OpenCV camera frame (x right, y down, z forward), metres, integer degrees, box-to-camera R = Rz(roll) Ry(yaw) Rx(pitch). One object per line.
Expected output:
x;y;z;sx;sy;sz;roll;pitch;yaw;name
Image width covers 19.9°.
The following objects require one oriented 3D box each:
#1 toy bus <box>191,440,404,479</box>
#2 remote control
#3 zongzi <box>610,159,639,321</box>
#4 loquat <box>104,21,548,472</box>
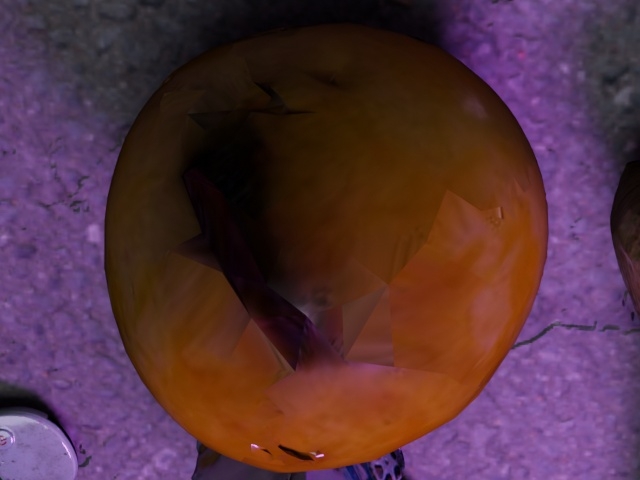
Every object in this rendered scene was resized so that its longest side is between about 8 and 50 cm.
0.040;0.234;1.144;0.112;0.138;0.317;-29;118;21;toy bus
-0.277;0.164;1.189;0.256;0.045;0.097;-14;122;12;remote control
0.209;0.100;1.040;0.274;0.145;0.300;41;125;-15;zongzi
0.000;0.000;0.938;0.235;0.235;0.235;3;124;4;loquat
